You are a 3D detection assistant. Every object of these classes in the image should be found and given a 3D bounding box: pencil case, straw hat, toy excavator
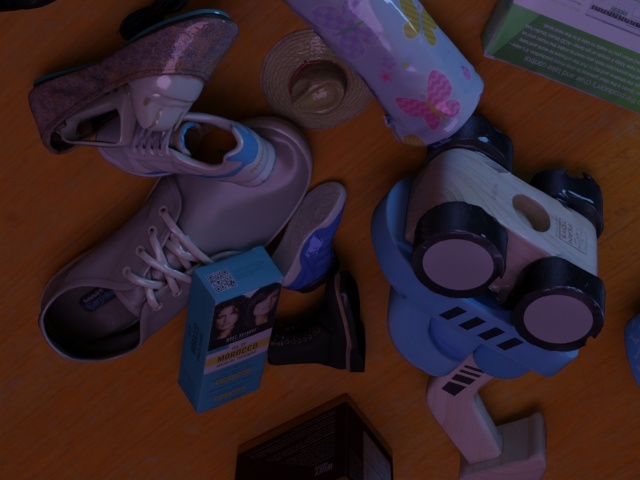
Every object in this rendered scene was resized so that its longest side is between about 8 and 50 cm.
[{"bbox_3d":[0.068,-0.231,1.443,0.124,0.113,0.273,-19,123,41],"label":"pencil case"},{"bbox_3d":[-0.002,-0.180,1.506,0.145,0.061,0.144,0,123,0],"label":"straw hat"},{"bbox_3d":[0.203,0.117,1.630,0.433,0.222,0.445,29,132,-16],"label":"toy excavator"}]

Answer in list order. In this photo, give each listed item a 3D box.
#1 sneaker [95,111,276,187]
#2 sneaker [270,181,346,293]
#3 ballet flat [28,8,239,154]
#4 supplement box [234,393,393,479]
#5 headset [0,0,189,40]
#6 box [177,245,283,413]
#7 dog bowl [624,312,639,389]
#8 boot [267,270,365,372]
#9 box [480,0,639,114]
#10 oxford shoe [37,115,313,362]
[{"bbox_3d":[-0.170,-0.119,1.494,0.229,0.087,0.092,6,169,22],"label":"sneaker"},{"bbox_3d":[-0.001,0.000,1.625,0.085,0.058,0.152,26,95,-51],"label":"sneaker"},{"bbox_3d":[-0.209,-0.165,1.442,0.316,0.106,0.108,-16,166,39],"label":"ballet flat"},{"bbox_3d":[-0.010,0.353,1.760,0.191,0.194,0.129,-28,117,17],"label":"supplement box"},{"bbox_3d":[-0.313,-0.331,1.339,0.394,0.243,0.185,21,147,-31],"label":"headset"},{"bbox_3d":[-0.118,0.119,1.634,0.101,0.060,0.244,-20,146,-27],"label":"box"},{"bbox_3d":[0.498,0.200,1.681,0.074,0.166,0.297,-24,119,29],"label":"dog bowl"},{"bbox_3d":[-0.015,0.114,1.661,0.137,0.076,0.197,0,139,7],"label":"boot"},{"bbox_3d":[0.352,-0.313,1.420,0.232,0.058,0.322,20,119,-11],"label":"box"},{"bbox_3d":[-0.186,0.015,1.593,0.449,0.130,0.169,-37,110,18],"label":"oxford shoe"}]
